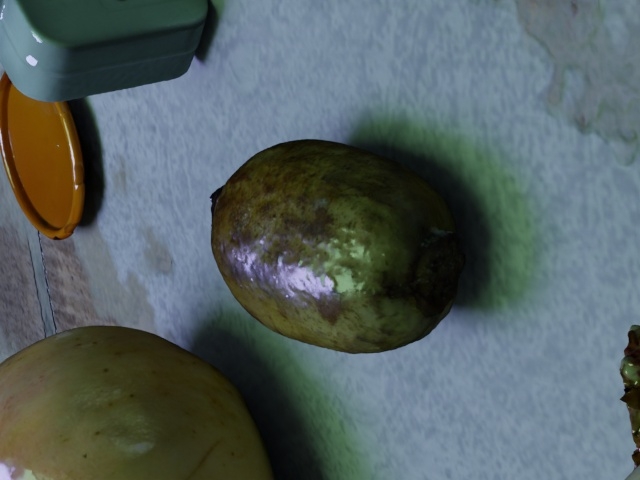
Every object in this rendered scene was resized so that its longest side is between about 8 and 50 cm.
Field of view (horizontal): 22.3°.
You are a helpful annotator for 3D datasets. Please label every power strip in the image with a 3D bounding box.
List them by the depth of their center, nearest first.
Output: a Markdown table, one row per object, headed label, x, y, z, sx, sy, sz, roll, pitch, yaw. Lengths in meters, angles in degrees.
| label | x | y | z | sx | sy | sz | roll | pitch | yaw |
| --- | --- | --- | --- | --- | --- | --- | --- | --- | --- |
| power strip | -0.258 | -0.208 | 1.362 | 0.229 | 0.261 | 0.141 | 58 | 145 | 25 |

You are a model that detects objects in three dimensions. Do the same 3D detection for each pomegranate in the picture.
| label | x | y | z | sx | sy | sz | roll | pitch | yaw |
| --- | --- | --- | --- | --- | --- | --- | --- | --- | --- |
| pomegranate | -0.199 | 0.245 | 1.409 | 0.338 | 0.338 | 0.338 | 32 | 130 | 49 |

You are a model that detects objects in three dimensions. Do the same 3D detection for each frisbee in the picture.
| label | x | y | z | sx | sy | sz | roll | pitch | yaw |
| --- | --- | --- | --- | --- | --- | --- | --- | --- | --- |
| frisbee | -0.282 | -0.096 | 1.675 | 0.192 | 0.035 | 0.192 | 32 | 130 | 48 |

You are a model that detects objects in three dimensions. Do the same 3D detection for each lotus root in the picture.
| label | x | y | z | sx | sy | sz | roll | pitch | yaw |
| --- | --- | --- | --- | --- | --- | --- | --- | --- | --- |
| lotus root | 0.000 | 0.000 | 1.170 | 0.260 | 0.128 | 0.145 | 18 | 105 | 49 |

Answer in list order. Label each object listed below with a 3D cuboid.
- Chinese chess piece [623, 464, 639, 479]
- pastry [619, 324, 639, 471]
| label | x | y | z | sx | sy | sz | roll | pitch | yaw |
| --- | --- | --- | --- | --- | --- | --- | --- | --- | --- |
| Chinese chess piece | 0.242 | 0.210 | 0.775 | 0.273 | 0.102 | 0.273 | -6 | 77 | 27 |
| pastry | 0.214 | 0.128 | 0.928 | 0.063 | 0.087 | 0.169 | -4 | 103 | 25 |
